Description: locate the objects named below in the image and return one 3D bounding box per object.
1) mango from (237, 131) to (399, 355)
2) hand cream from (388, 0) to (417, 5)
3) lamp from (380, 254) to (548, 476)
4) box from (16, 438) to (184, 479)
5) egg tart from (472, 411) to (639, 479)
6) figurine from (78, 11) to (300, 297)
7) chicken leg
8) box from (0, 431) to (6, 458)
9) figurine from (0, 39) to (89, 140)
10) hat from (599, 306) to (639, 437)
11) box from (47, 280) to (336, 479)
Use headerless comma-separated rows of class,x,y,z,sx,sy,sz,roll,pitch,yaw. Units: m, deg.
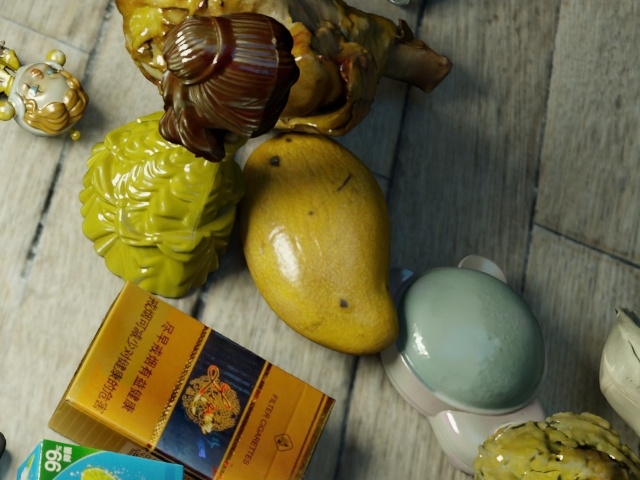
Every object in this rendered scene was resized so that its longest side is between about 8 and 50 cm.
mango,0.001,-0.004,1.888,0.157,0.109,0.262,-11,57,-19
hand cream,0.156,-0.358,2.238,0.095,0.059,0.276,43,46,3
lamp,0.159,0.125,1.908,0.179,0.108,0.246,-8,66,-27
box,-0.199,0.285,1.639,0.139,0.073,0.194,14,56,-21
egg tart,0.260,0.304,1.804,0.297,0.132,0.297,16,63,-35
figurine,-0.106,-0.102,1.769,0.168,0.315,0.187,27,53,-11
chicken leg,-0.006,-0.186,1.953,0.409,0.182,0.295,9,20,-41
box,-0.355,0.197,1.644,0.126,0.027,0.125,30,54,-10
figurine,-0.303,-0.152,1.861,0.143,0.068,0.101,12,52,-7
hat,0.360,0.199,1.988,0.219,0.164,0.226,14,92,-55
box,-0.118,0.163,1.762,0.237,0.070,0.152,31,51,-10
